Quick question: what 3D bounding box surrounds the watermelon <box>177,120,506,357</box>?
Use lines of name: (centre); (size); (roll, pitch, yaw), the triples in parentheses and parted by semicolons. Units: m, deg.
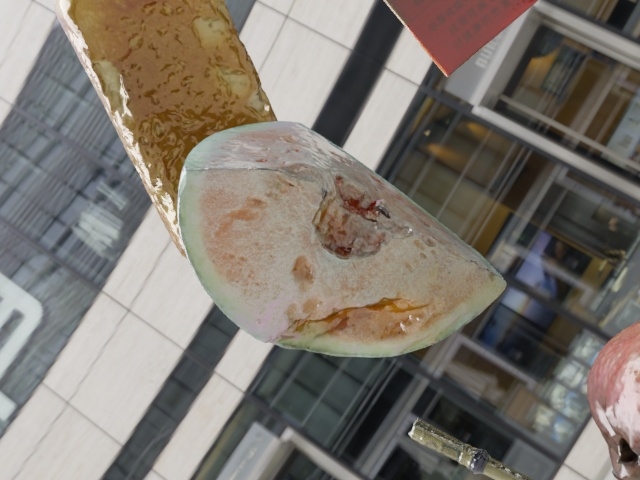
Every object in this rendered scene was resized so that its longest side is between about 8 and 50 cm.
watermelon: (-0.004, 0.005, 0.790); (0.175, 0.322, 0.188); (-55, 15, 15)

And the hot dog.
hot dog: (-0.169, -0.170, 0.976); (0.185, 0.405, 0.223); (-27, 19, -8)

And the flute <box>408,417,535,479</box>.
flute: (0.190, 0.232, 0.742); (0.027, 0.233, 0.027); (-46, -31, -39)

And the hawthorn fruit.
hawthorn fruit: (0.519, 0.190, 0.937); (0.369, 0.284, 0.285); (-31, -17, 3)

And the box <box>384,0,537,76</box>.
box: (0.190, -0.459, 1.299); (0.197, 0.313, 0.089); (-39, 10, 16)
